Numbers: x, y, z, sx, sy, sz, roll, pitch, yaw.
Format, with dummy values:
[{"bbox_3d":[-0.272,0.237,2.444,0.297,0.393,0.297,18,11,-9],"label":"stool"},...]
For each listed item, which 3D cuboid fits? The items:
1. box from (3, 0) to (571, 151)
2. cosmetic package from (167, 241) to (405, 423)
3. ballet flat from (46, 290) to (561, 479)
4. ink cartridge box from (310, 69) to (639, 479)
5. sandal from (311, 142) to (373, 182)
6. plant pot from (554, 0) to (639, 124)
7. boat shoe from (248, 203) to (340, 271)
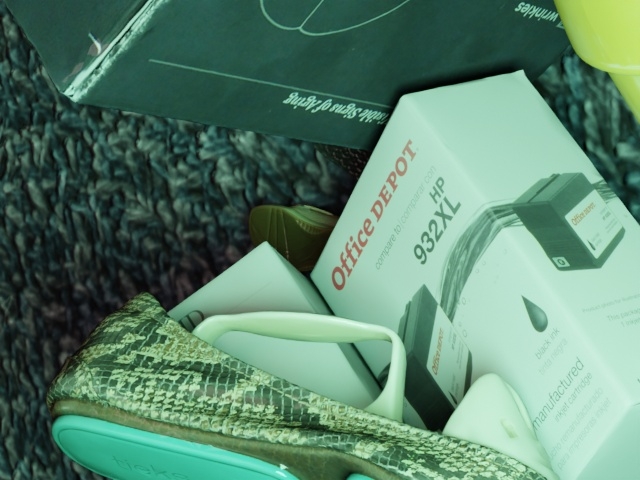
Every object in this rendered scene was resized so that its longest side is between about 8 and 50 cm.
[{"bbox_3d":[0.048,-0.330,1.462,0.472,0.480,0.297,-48,61,24],"label":"box"},{"bbox_3d":[-0.009,0.221,1.571,0.217,0.156,0.385,-37,69,3],"label":"cosmetic package"},{"bbox_3d":[0.033,0.146,1.428,0.482,0.164,0.182,20,63,23],"label":"ballet flat"},{"bbox_3d":[0.147,0.059,1.535,0.307,0.129,0.223,57,141,27],"label":"ink cartridge box"},{"bbox_3d":[0.043,-0.082,1.730,0.179,0.040,0.067,50,122,10],"label":"sandal"},{"bbox_3d":[0.304,-0.138,1.367,0.254,0.254,0.239,-6,118,35],"label":"plant pot"},{"bbox_3d":[0.000,-0.002,1.754,0.153,0.048,0.056,10,106,42],"label":"boat shoe"}]
